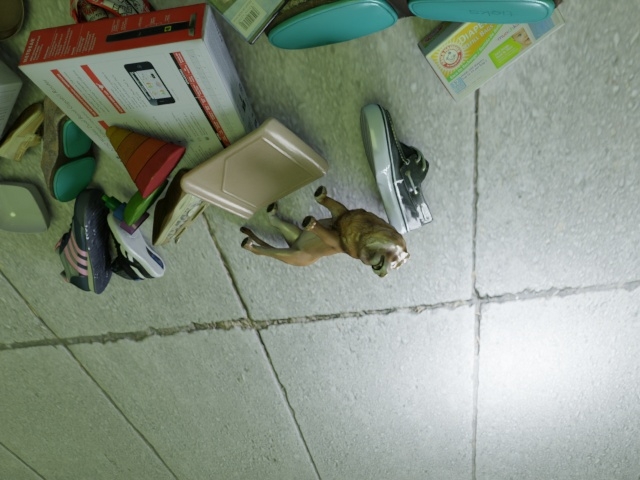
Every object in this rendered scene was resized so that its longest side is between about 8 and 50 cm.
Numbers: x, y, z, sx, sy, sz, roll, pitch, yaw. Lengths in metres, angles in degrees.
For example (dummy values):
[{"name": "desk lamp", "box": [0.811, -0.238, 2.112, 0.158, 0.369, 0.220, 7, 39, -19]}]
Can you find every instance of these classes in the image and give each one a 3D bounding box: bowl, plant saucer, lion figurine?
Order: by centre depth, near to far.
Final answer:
[{"name": "plant saucer", "box": [-0.627, -0.460, 0.771, 0.168, 0.029, 0.169, 1, 127, 2]}, {"name": "lion figurine", "box": [0.000, 0.000, 0.996, 0.392, 0.142, 0.240, -5, 150, 46]}, {"name": "bowl", "box": [-0.749, -0.087, 1.038, 0.142, 0.053, 0.142, 2, 126, 1]}]

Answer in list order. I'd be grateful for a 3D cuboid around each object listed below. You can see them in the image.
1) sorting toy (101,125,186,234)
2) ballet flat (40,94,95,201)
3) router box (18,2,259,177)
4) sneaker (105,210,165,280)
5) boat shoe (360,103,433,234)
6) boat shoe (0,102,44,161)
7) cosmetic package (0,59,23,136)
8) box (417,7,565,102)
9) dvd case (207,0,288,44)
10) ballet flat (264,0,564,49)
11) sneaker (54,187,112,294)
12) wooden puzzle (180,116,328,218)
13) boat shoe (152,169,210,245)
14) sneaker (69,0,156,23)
[{"name": "sorting toy", "box": [-0.396, -0.123, 0.861, 0.126, 0.127, 0.365, 40, 146, -14]}, {"name": "ballet flat", "box": [-0.549, -0.207, 0.905, 0.106, 0.107, 0.316, 52, 134, 5]}, {"name": "router box", "box": [-0.292, -0.245, 0.781, 0.300, 0.082, 0.335, -4, 155, 6]}, {"name": "sneaker", "box": [-0.518, 0.029, 1.092, 0.121, 0.079, 0.217, -16, 125, 14]}, {"name": "boat shoe", "box": [0.172, -0.155, 0.906, 0.119, 0.121, 0.335, -19, 134, 8]}, {"name": "boat shoe", "box": [-0.645, -0.235, 0.925, 0.170, 0.063, 0.059, -31, 142, 23]}, {"name": "cosmetic package", "box": [-0.780, -0.243, 0.819, 0.385, 0.156, 0.217, -35, 102, 33]}, {"name": "box", "box": [0.289, -0.363, 0.738, 0.203, 0.103, 0.114, -36, 117, 26]}, {"name": "dvd case", "box": [-0.137, -0.450, 0.608, 0.253, 0.022, 0.180, 41, 106, -19]}, {"name": "ballet flat", "box": [0.128, -0.420, 0.656, 0.482, 0.164, 0.182, 6, 98, 26]}, {"name": "sneaker", "box": [-0.615, 0.001, 1.061, 0.131, 0.112, 0.319, 17, 122, -1]}, {"name": "wooden puzzle", "box": [-0.131, -0.142, 0.868, 0.238, 0.044, 0.221, -29, 153, 21]}, {"name": "boat shoe", "box": [-0.326, -0.059, 0.977, 0.089, 0.105, 0.285, 7, 155, -34]}, {"name": "sneaker", "box": [-0.392, -0.438, 0.700, 0.090, 0.145, 0.270, -29, 119, 22]}]
